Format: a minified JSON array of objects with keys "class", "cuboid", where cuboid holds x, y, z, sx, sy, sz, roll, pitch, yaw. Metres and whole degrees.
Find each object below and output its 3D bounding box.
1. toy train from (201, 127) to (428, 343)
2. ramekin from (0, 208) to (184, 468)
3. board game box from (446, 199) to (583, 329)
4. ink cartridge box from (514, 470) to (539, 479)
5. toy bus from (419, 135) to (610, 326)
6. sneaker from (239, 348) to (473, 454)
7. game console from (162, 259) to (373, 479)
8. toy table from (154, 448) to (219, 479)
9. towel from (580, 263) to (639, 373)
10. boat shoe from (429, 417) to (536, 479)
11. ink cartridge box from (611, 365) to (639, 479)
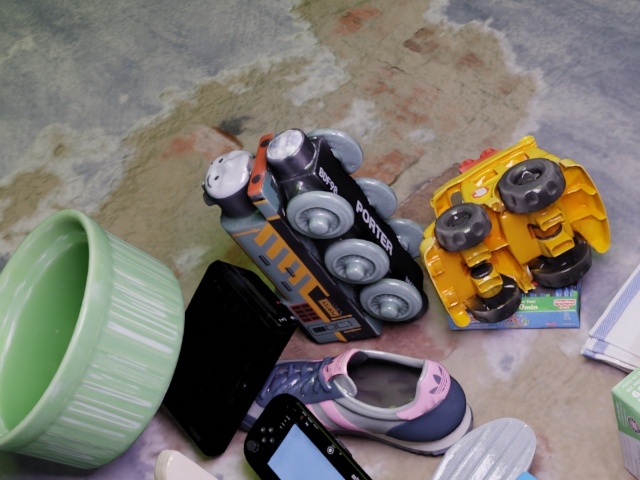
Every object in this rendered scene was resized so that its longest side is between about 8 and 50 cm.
[{"class":"toy train","cuboid":[0.000,0.000,1.568,0.190,0.334,0.142,-15,47,27]},{"class":"ramekin","cuboid":[-0.297,0.128,1.587,0.303,0.148,0.303,-34,42,38]},{"class":"board game box","cuboid":[0.250,0.018,1.650,0.160,0.039,0.212,-3,48,18]},{"class":"ink cartridge box","cuboid":[0.238,0.348,1.327,0.139,0.082,0.190,-41,48,-18]},{"class":"toy bus","cuboid":[0.206,-0.029,1.592,0.220,0.149,0.211,-30,34,-4]},{"class":"sneaker","cuboid":[0.015,0.166,1.533,0.319,0.131,0.112,0,51,23]},{"class":"game console","cuboid":[-0.050,0.204,1.499,0.044,0.213,0.361,-7,44,-49]},{"class":"toy table","cuboid":[-0.108,0.345,1.354,0.274,0.252,0.161,5,58,40]},{"class":"towel","cuboid":[0.468,0.109,1.495,0.285,0.034,0.209,23,58,32]},{"class":"boat shoe","cuboid":[0.144,0.284,1.419,0.226,0.076,0.083,-41,74,-18]},{"class":"ink cartridge box","cuboid":[0.404,0.228,1.324,0.093,0.154,0.212,-36,48,-14]}]
